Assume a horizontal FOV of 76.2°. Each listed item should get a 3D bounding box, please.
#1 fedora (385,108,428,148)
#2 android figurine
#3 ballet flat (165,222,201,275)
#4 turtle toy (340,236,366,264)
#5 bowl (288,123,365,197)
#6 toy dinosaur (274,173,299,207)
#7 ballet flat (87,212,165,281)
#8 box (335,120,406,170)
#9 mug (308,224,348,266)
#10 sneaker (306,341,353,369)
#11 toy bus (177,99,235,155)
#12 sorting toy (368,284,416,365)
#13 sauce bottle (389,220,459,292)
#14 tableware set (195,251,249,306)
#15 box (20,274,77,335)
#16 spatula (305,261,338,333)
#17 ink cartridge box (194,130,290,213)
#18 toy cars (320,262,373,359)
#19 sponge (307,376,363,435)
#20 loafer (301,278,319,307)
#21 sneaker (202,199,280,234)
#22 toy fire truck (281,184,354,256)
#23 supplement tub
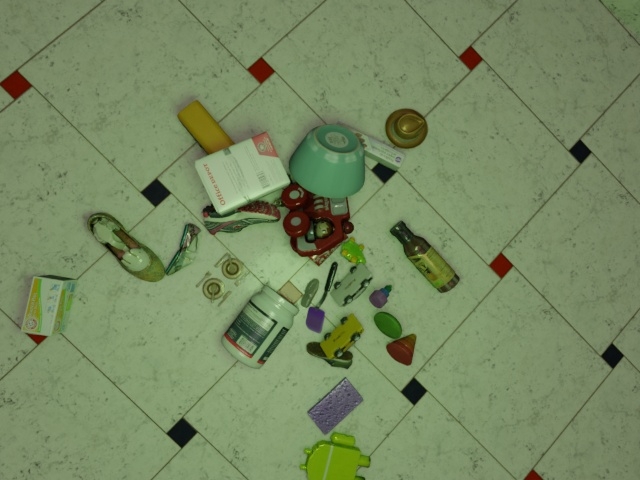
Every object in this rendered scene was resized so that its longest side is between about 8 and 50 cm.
[{"bbox_3d":[0.376,-0.486,1.738,0.194,0.079,0.194,1,86,-8],"label":"fedora"},{"bbox_3d":[0.056,0.895,1.620,0.273,0.056,0.248,14,85,-7],"label":"android figurine"},{"bbox_3d":[-0.526,0.044,1.592,0.079,0.077,0.221,25,83,-25],"label":"ballet flat"},{"bbox_3d":[0.136,0.056,1.677,0.130,0.066,0.095,38,59,-6],"label":"turtle toy"},{"bbox_3d":[0.044,-0.327,1.566,0.312,0.163,0.311,8,50,-9],"label":"bowl"},{"bbox_3d":[-0.093,-0.238,1.669,0.268,0.064,0.118,-31,106,-9],"label":"toy dinosaur"},{"bbox_3d":[-0.739,0.030,1.537,0.123,0.123,0.348,-45,93,-8],"label":"ballet flat"},{"bbox_3d":[0.197,-0.396,1.716,0.324,0.067,0.063,25,84,-5],"label":"box"},{"bbox_3d":[0.006,0.006,1.658,0.169,0.113,0.150,-49,49,-4],"label":"mug"},{"bbox_3d":[0.036,0.472,1.638,0.192,0.086,0.064,10,41,15],"label":"sneaker"},{"bbox_3d":[-0.403,-0.374,1.599,0.108,0.130,0.332,-40,92,-8],"label":"toy bus"},{"bbox_3d":[0.308,0.327,1.639,0.126,0.127,0.365,-39,116,-32],"label":"sorting toy"},{"bbox_3d":[0.426,0.064,1.698,0.111,0.111,0.344,-43,91,-8],"label":"sauce bottle"},{"bbox_3d":[-0.387,0.152,1.614,0.128,0.039,0.194,42,82,-3],"label":"tableware set"},{"bbox_3d":[-0.988,0.235,1.490,0.103,0.114,0.203,11,86,-7],"label":"box"},{"bbox_3d":[0.013,0.225,1.664,0.084,0.030,0.296,14,77,32],"label":"spatula"},{"bbox_3d":[-0.283,-0.241,1.488,0.283,0.117,0.207,-25,94,-10],"label":"ink cartridge box"},{"bbox_3d":[0.117,0.284,1.628,0.177,0.087,0.393,0,69,36],"label":"toy cars"},{"bbox_3d":[0.061,0.668,1.647,0.210,0.031,0.117,-40,92,-8],"label":"sponge"},{"bbox_3d":[-0.040,0.216,1.663,0.045,0.039,0.125,22,79,27],"label":"loafer"},{"bbox_3d":[-0.306,-0.089,1.610,0.299,0.121,0.112,-2,119,0],"label":"sneaker"},{"bbox_3d":[-0.007,-0.088,1.557,0.254,0.169,0.302,-9,59,4],"label":"toy fire truck"},{"bbox_3d":[-0.225,0.325,1.549,0.191,0.191,0.272,38,82,-4],"label":"supplement tub"}]
